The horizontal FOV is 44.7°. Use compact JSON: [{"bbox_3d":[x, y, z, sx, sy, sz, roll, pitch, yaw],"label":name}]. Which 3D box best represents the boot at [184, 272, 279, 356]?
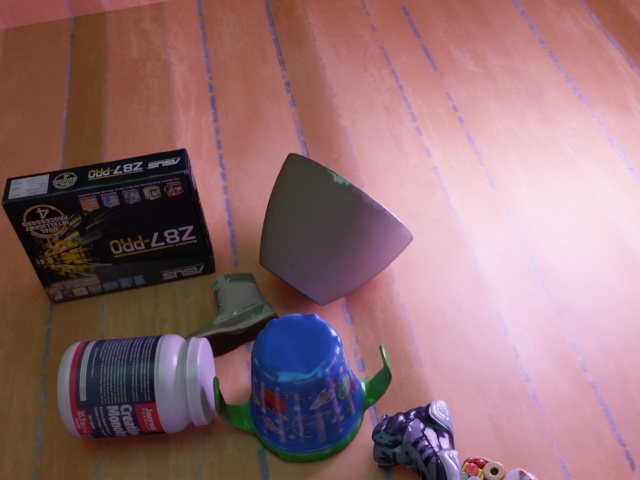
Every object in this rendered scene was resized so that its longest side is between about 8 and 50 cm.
[{"bbox_3d":[-0.216,0.158,1.703,0.213,0.077,0.165,-19,48,-18],"label":"boot"}]

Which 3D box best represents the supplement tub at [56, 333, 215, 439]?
[{"bbox_3d":[-0.354,0.284,1.522,0.272,0.191,0.191,-5,47,3],"label":"supplement tub"}]

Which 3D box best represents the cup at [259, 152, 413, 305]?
[{"bbox_3d":[0.000,0.000,1.697,0.331,0.331,0.237,32,84,31],"label":"cup"}]

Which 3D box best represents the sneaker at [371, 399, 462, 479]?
[{"bbox_3d":[0.172,0.400,1.398,0.152,0.101,0.269,-9,28,6],"label":"sneaker"}]

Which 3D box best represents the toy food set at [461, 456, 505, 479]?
[{"bbox_3d":[0.291,0.432,1.423,0.083,0.020,0.083,22,53,24],"label":"toy food set"}]

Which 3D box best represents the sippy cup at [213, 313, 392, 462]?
[{"bbox_3d":[-0.035,0.264,1.481,0.305,0.224,0.240,-38,54,-27],"label":"sippy cup"}]

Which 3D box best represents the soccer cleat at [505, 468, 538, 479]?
[{"bbox_3d":[0.386,0.477,1.347,0.068,0.076,0.196,-44,32,4],"label":"soccer cleat"}]

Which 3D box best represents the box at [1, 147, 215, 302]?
[{"bbox_3d":[-0.457,-0.028,1.741,0.394,0.318,0.097,-10,46,-4],"label":"box"}]
